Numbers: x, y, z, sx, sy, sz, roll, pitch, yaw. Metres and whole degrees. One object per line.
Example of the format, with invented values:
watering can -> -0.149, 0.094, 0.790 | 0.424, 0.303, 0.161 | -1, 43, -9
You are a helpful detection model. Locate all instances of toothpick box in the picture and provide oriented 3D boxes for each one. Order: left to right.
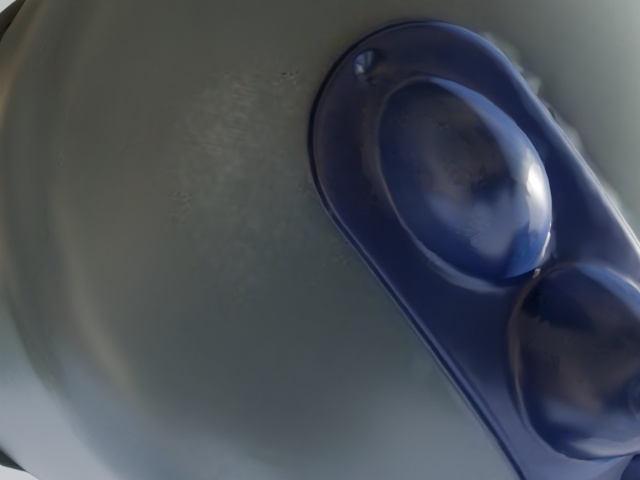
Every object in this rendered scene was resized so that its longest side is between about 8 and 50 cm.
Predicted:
toothpick box -> 0.000, 0.000, 0.621 | 0.263, 0.263, 0.354 | -31, -173, -16
